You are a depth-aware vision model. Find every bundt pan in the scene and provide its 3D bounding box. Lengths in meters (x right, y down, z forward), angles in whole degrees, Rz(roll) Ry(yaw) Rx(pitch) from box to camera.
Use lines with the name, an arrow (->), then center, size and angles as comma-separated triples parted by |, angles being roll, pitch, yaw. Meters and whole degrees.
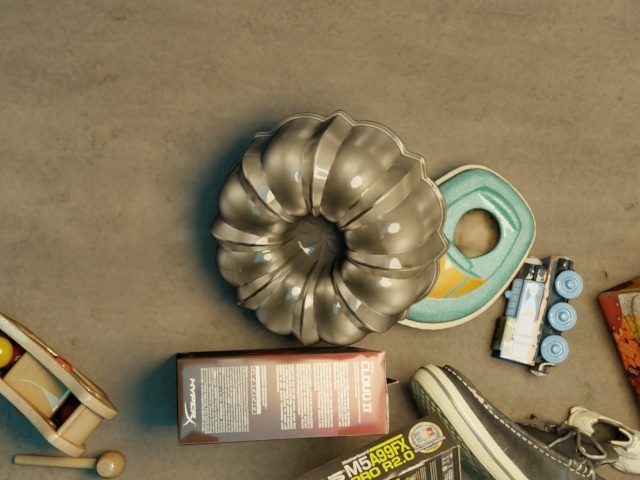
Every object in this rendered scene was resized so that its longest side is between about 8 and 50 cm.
bundt pan -> 0.000, 0.000, 1.253 | 0.331, 0.124, 0.330 | 5, 110, 14

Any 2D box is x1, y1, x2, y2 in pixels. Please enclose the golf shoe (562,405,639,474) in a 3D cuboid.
golf shoe -> 0.449, 0.305, 1.403 | 0.176, 0.086, 0.069 | 23, 81, -8

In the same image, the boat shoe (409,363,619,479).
boat shoe -> 0.326, 0.326, 1.335 | 0.500, 0.187, 0.156 | 42, 81, -10

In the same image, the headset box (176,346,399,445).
headset box -> -0.045, 0.201, 1.265 | 0.293, 0.218, 0.110 | -1, 86, -8

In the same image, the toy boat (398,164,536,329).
toy boat -> 0.145, -0.028, 1.348 | 0.318, 0.148, 0.267 | 41, 81, -4

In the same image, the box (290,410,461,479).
box -> 0.082, 0.361, 1.261 | 0.216, 0.270, 0.060 | -23, 49, -9

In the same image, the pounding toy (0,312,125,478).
pounding toy -> -0.372, 0.232, 1.242 | 0.269, 0.154, 0.155 | 41, 81, -4

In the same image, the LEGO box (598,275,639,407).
LEGO box -> 0.714, 0.162, 1.376 | 0.500, 0.193, 0.372 | -20, 89, -16

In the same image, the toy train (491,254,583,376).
toy train -> 0.320, 0.106, 1.403 | 0.105, 0.080, 0.184 | 14, 84, -2
